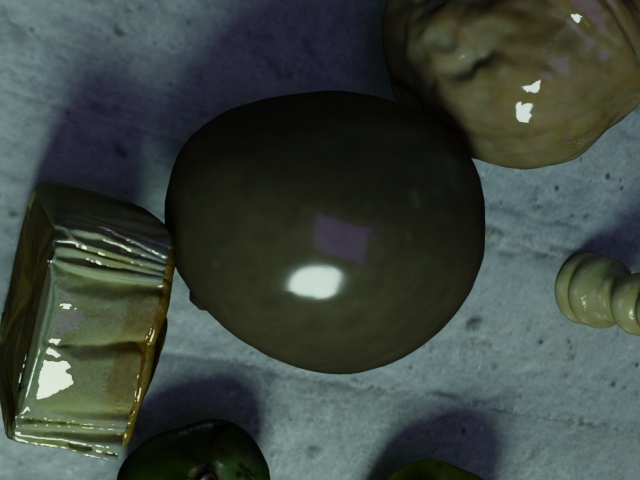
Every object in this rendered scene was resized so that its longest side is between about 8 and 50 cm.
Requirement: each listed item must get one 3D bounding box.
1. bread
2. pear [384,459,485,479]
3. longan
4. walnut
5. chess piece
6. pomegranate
[{"bbox_3d":[-0.195,0.058,0.627,0.109,0.209,0.192,13,94,-27],"label":"bread"},{"bbox_3d":[0.133,0.354,0.828,0.180,0.166,0.216,-8,109,21],"label":"pear"},{"bbox_3d":[0.000,0.000,0.680,0.300,0.243,0.300,2,131,2],"label":"longan"},{"bbox_3d":[0.192,-0.198,0.711,0.273,0.273,0.227,-15,128,-19],"label":"walnut"},{"bbox_3d":[0.362,0.070,0.872,0.094,0.170,0.094,-3,99,-23],"label":"chess piece"},{"bbox_3d":[-0.118,0.273,0.739,0.151,0.131,0.191,-13,111,-22],"label":"pomegranate"}]
